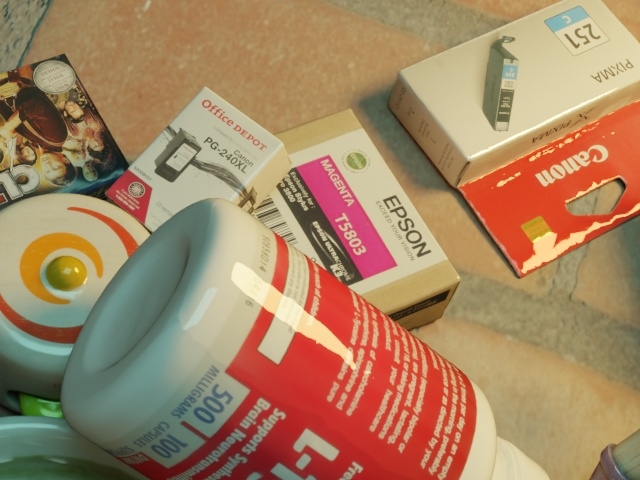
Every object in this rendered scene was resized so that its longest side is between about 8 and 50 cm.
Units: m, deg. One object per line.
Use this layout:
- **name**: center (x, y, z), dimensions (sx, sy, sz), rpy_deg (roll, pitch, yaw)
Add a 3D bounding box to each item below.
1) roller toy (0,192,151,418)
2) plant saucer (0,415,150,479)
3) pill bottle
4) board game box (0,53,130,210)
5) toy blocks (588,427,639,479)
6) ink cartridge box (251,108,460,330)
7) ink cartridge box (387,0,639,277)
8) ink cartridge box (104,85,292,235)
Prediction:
- **roller toy**: center (-0.243, 0.058, 1.363), dimensions (0.209, 0.146, 0.191), rpy_deg (43, 59, 13)
- **plant saucer**: center (-0.250, 0.348, 1.218), dimensions (0.400, 0.100, 0.401), rpy_deg (6, 59, -11)
- **pill bottle**: center (0.001, 0.163, 1.252), dimensions (0.407, 0.229, 0.229), rpy_deg (37, 55, -21)
- **board game box**: center (-0.338, -0.084, 1.485), dimensions (0.243, 0.042, 0.165), rpy_deg (-23, 68, -24)
- **toy blocks**: center (0.398, 0.206, 1.409), dimensions (0.288, 0.260, 0.309), rpy_deg (25, 33, -34)
- **ink cartridge box**: center (0.000, 0.000, 1.491), dimensions (0.193, 0.088, 0.235), rpy_deg (-23, 67, -23)
- **ink cartridge box**: center (0.269, -0.131, 1.646), dimensions (0.296, 0.066, 0.261), rpy_deg (-26, 68, -25)
- **ink cartridge box**: center (-0.117, -0.060, 1.417), dimensions (0.109, 0.063, 0.150), rpy_deg (37, 77, 19)
